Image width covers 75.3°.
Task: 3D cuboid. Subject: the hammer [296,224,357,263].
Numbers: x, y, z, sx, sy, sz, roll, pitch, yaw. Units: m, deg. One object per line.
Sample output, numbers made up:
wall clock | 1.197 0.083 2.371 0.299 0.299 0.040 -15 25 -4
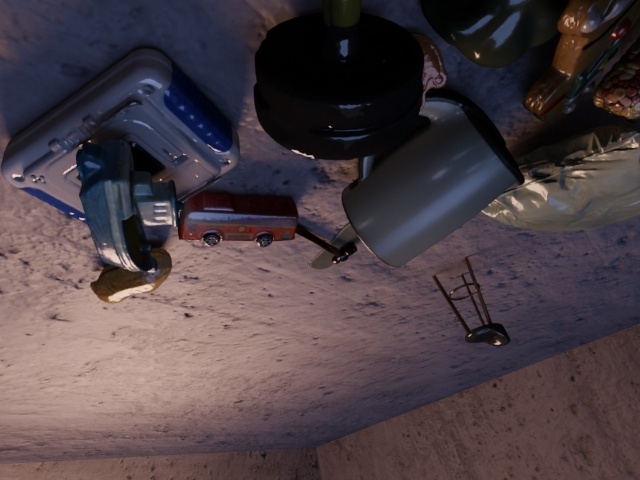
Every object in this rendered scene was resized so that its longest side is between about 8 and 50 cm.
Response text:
hammer | 0.000 0.000 0.822 0.065 0.021 0.178 -33 137 27

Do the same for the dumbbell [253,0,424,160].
dumbbell | 0.019 -0.229 0.357 0.185 0.185 0.388 -10 145 -7

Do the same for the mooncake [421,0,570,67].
mooncake | 0.195 -0.275 0.429 0.169 0.104 0.175 -7 143 -1

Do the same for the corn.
corn | 0.468 -0.269 0.525 0.086 0.086 0.253 16 120 -37

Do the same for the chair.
chair | 0.365 0.163 1.019 0.095 0.221 0.104 -21 145 3

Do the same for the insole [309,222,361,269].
insole | 0.056 0.001 0.859 0.080 0.003 0.232 17 135 -38

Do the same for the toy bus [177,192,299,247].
toy bus | -0.133 -0.037 0.685 0.192 0.065 0.077 1 132 -22

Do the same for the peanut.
peanut | -0.338 0.067 0.746 0.175 0.080 0.080 -22 146 17

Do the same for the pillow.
pillow | 0.464 -0.097 0.704 0.310 0.138 0.283 3 165 -28

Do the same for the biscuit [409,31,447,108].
biscuit | 0.095 -0.200 0.531 0.102 0.019 0.130 43 118 -17

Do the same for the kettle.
kettle | 0.152 -0.104 0.628 0.236 0.161 0.221 -36 110 28

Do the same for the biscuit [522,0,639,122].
biscuit | 0.328 -0.233 0.494 0.197 0.049 0.301 -43 162 2

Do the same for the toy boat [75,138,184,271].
toy boat | -0.218 -0.028 0.501 0.102 0.088 0.215 -3 142 -18

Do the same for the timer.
timer | -0.246 -0.104 0.529 0.254 0.078 0.178 -26 144 17
